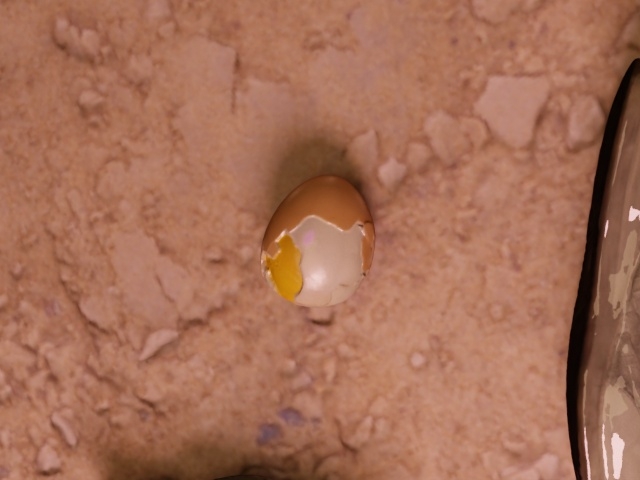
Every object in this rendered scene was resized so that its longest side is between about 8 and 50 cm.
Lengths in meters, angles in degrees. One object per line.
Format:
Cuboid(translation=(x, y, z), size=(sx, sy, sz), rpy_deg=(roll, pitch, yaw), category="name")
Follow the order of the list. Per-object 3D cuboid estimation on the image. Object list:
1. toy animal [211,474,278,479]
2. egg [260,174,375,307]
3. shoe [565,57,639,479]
Cuboid(translation=(-0.044, 0.212, 1.011), size=(0.251, 0.125, 0.127), rpy_deg=(35, 135, 30), category="toy animal")
Cuboid(translation=(0.000, 0.000, 0.986), size=(0.071, 0.071, 0.083), rpy_deg=(15, 98, 18), category="egg")
Cuboid(translation=(0.198, 0.037, 0.904), size=(0.098, 0.103, 0.274), rpy_deg=(9, 101, 8), category="shoe")
